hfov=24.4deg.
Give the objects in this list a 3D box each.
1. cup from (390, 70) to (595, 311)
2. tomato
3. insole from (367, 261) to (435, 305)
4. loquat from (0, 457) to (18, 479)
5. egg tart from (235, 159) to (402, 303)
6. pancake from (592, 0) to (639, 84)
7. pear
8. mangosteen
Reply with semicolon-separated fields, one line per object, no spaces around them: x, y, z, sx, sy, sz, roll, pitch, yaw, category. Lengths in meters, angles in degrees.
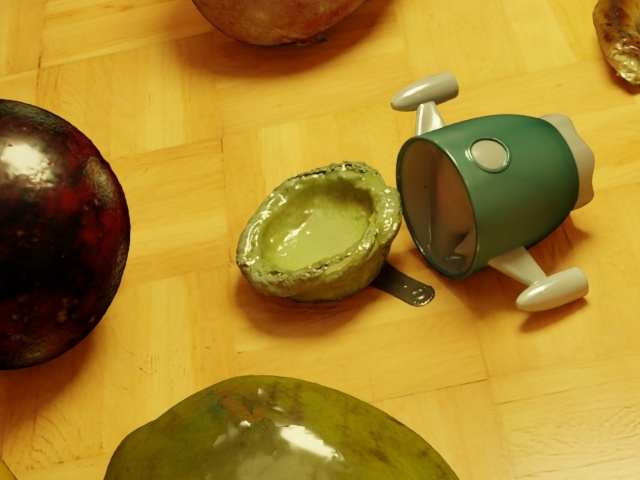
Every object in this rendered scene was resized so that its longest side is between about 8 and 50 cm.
0.192;-0.059;1.567;0.173;0.167;0.300;-20;66;-23;cup
-0.041;-0.401;1.941;0.316;0.282;0.317;-26;26;13;tomato
0.067;0.040;1.600;0.135;0.002;0.045;26;54;37;insole
-0.352;0.272;1.276;0.235;0.235;0.235;-8;40;7;loquat
0.000;0.000;1.604;0.197;0.078;0.197;-13;40;11;egg tart
0.452;-0.272;1.813;0.244;0.057;0.266;14;46;28;pancake
-0.027;0.239;1.211;0.321;0.269;0.269;15;48;24;pear
-0.337;-0.008;1.568;0.311;0.311;0.311;-8;40;7;mangosteen
